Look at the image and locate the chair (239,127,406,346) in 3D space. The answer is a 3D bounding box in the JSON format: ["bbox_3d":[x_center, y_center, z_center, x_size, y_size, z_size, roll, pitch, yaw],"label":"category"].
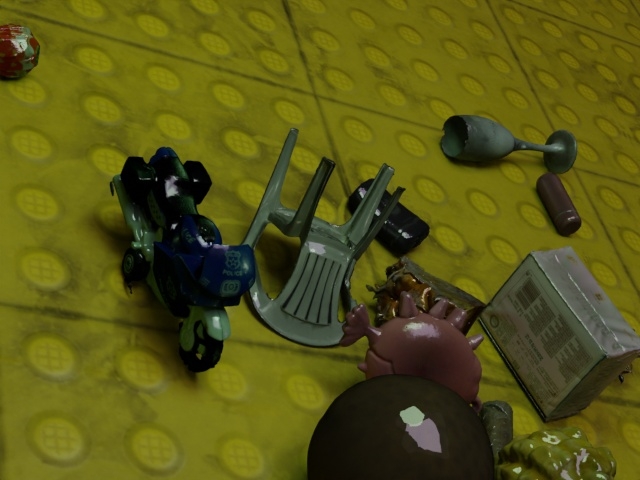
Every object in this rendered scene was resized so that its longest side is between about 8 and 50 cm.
[{"bbox_3d":[0.000,0.000,1.868,0.203,0.275,0.190,18,15,-21],"label":"chair"}]

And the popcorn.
[{"bbox_3d":[0.295,0.383,1.634,0.174,0.286,0.225,6,21,-17],"label":"popcorn"}]

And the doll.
[{"bbox_3d":[0.139,0.182,1.769,0.262,0.211,0.093,29,2,-17],"label":"doll"}]

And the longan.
[{"bbox_3d":[0.108,0.295,1.568,0.258,0.258,0.258,22,38,-18],"label":"longan"}]

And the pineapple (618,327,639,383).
[{"bbox_3d":[0.491,0.177,2.189,0.221,0.047,0.221,19,39,-16],"label":"pineapple"}]

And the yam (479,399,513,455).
[{"bbox_3d":[0.271,0.303,1.854,0.054,0.054,0.132,26,38,-12],"label":"yam"}]

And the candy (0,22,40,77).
[{"bbox_3d":[-0.573,-0.298,1.854,0.287,0.078,0.084,-4,53,-31],"label":"candy"}]

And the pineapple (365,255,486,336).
[{"bbox_3d":[0.178,0.106,1.932,0.186,0.114,0.236,25,21,-22],"label":"pineapple"}]

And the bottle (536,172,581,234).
[{"bbox_3d":[0.487,-0.075,2.460,0.053,0.053,0.140,11,42,-30],"label":"bottle"}]

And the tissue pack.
[{"bbox_3d":[0.398,0.154,2.013,0.124,0.185,0.225,-5,51,-38],"label":"tissue pack"}]

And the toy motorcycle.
[{"bbox_3d":[-0.188,0.014,1.687,0.125,0.196,0.331,3,48,-36],"label":"toy motorcycle"}]

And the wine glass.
[{"bbox_3d":[0.410,-0.278,2.466,0.309,0.264,0.096,5,17,-35],"label":"wine glass"}]

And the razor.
[{"bbox_3d":[0.118,-0.043,2.121,0.148,0.054,0.090,44,36,13],"label":"razor"}]
